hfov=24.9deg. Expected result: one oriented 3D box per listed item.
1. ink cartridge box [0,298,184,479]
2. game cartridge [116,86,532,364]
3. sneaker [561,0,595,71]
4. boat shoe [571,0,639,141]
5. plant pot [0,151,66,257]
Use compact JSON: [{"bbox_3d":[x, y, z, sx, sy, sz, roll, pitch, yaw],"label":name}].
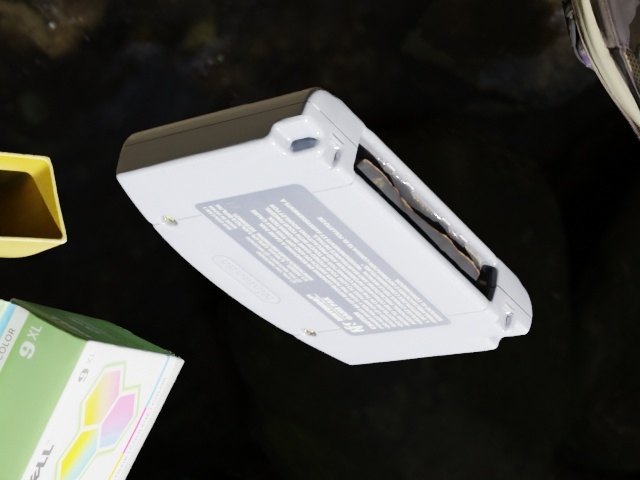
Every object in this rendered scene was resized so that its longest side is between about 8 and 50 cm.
[{"bbox_3d":[-0.167,0.100,0.884,0.109,0.062,0.209,-64,162,-2],"label":"ink cartridge box"},{"bbox_3d":[0.000,0.000,1.066,0.297,0.198,0.062,42,55,-41],"label":"game cartridge"},{"bbox_3d":[0.231,-0.203,1.120,0.283,0.107,0.124,51,52,-19],"label":"sneaker"},{"bbox_3d":[0.236,-0.077,0.764,0.132,0.130,0.355,-21,97,-18],"label":"boat shoe"},{"bbox_3d":[-0.283,-0.024,1.253,0.083,0.081,0.081,-25,162,38],"label":"plant pot"}]
